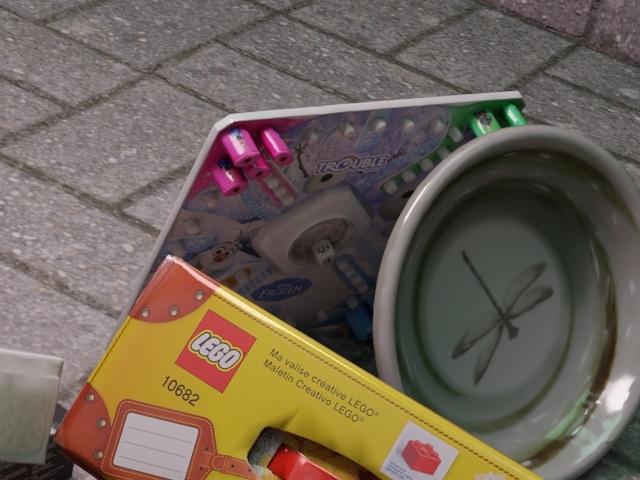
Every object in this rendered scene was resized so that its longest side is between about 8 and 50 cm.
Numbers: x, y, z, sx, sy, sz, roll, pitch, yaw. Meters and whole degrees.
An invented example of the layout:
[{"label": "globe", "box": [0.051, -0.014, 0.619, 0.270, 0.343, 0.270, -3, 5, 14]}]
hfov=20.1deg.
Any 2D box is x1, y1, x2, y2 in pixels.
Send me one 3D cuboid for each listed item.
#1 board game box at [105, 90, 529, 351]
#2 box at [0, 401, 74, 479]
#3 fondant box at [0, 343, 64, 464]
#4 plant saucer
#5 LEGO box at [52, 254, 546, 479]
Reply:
[{"label": "board game box", "box": [0.000, 0.000, 1.955, 0.390, 0.390, 0.050, -7, 54, -33]}, {"label": "box", "box": [-0.422, 0.189, 1.719, 0.242, 0.076, 0.307, 31, 32, 29]}, {"label": "fondant box", "box": [-0.412, 0.105, 1.497, 0.330, 0.096, 0.238, 7, -4, 42]}, {"label": "plant saucer", "box": [0.199, 0.073, 1.947, 0.400, 0.400, 0.100, -7, 9, -34]}, {"label": "LEGO box", "box": [0.080, 0.251, 1.536, 0.500, 0.193, 0.372, 30, -5, 26]}]
